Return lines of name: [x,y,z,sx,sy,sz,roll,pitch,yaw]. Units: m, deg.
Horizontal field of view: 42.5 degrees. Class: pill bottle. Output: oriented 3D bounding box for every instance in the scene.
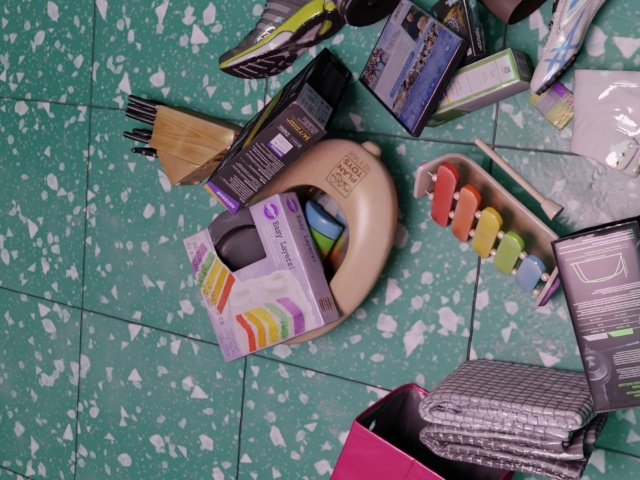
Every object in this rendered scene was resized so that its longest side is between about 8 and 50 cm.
pill bottle: [0.051,-0.511,1.519,0.123,0.122,0.219,-40,64,27]

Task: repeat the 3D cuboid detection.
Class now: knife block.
knife block: [-0.297,-0.252,1.778,0.275,0.088,0.242,-30,81,30]

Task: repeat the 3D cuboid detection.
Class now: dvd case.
dvd case: [0.158,-0.315,1.464,0.180,0.022,0.253,-63,32,23]

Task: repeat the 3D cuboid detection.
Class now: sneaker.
sneaker: [0.537,-0.179,1.297,0.292,0.108,0.169,12,103,39]
sneaker: [-0.084,-0.422,1.640,0.300,0.111,0.121,-25,70,26]
sneaker: [0.405,-0.353,1.358,0.086,0.085,0.237,30,103,11]

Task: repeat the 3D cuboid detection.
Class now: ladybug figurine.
ladybug figurine: [0.000,0.000,1.588,0.305,0.162,0.449,45,115,19]

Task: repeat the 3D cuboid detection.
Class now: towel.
towel: [0.334,0.294,1.385,0.283,0.235,0.121,2,100,31]
towel: [0.404,-0.236,1.416,0.083,0.009,0.060,47,116,18]

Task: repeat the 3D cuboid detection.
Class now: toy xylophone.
toy xylophone: [0.294,-0.041,1.400,0.081,0.236,0.322,-40,62,-15]

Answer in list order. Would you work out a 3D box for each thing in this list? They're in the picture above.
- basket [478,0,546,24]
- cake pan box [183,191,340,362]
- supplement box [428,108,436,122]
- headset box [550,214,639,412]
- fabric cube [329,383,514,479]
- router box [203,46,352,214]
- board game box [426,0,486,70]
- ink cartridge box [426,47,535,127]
basket: [0.289,-0.487,1.380,0.204,0.154,0.227,-40,79,17]
cake pan box: [-0.114,0.066,1.530,0.245,0.070,0.267,-22,83,29]
supplement box: [0.171,-0.264,1.534,0.098,0.036,0.062,43,114,20]
headset box: [0.481,0.111,1.273,0.131,0.246,0.283,-16,88,30]
fabric cube: [0.171,0.455,1.486,0.259,0.254,0.258,29,111,24]
router box: [-0.072,-0.209,1.528,0.081,0.309,0.243,44,119,-14]
board game box: [0.225,-0.357,1.429,0.186,0.026,0.126,168,91,-74]
ink cartridge box: [0.261,-0.264,1.439,0.209,0.109,0.062,-19,85,31]
